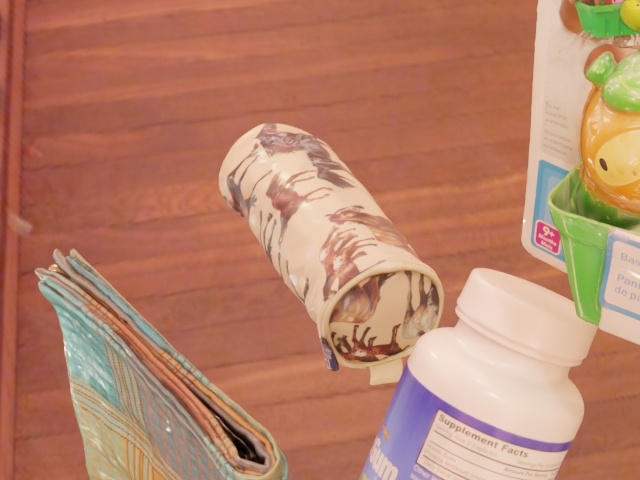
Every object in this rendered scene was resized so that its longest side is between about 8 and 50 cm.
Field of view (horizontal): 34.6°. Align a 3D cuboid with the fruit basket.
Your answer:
[{"bbox_3d":[0.268,-0.070,0.616,0.327,0.353,0.165,23,50,30],"label":"fruit basket"}]

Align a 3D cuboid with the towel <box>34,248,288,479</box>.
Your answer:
[{"bbox_3d":[-0.121,0.210,0.841,0.040,0.370,0.271,-32,54,-31],"label":"towel"}]

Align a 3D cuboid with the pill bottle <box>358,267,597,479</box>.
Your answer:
[{"bbox_3d":[0.128,0.167,0.868,0.152,0.272,0.152,20,11,-4],"label":"pill bottle"}]

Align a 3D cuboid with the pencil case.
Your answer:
[{"bbox_3d":[0.000,0.000,1.338,0.160,0.183,0.410,-3,33,-26],"label":"pencil case"}]
